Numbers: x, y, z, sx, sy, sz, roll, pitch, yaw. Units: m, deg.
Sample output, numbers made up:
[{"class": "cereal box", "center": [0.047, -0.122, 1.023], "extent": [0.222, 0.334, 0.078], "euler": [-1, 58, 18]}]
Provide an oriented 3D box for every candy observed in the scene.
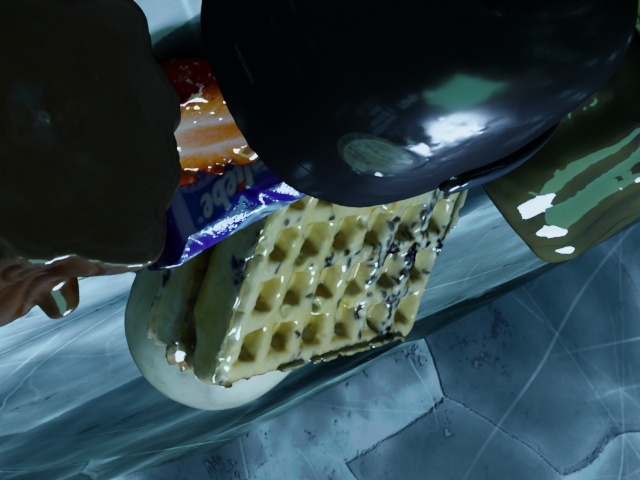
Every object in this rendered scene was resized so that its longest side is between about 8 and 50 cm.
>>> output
[{"class": "candy", "center": [-0.058, -0.080, 1.595], "extent": [0.275, 0.145, 0.070], "euler": [-26, 149, 11]}]

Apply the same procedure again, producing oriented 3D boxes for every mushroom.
[{"class": "mushroom", "center": [-0.114, 0.058, 2.010], "extent": [0.246, 0.202, 0.246], "euler": [-30, 137, -33]}]

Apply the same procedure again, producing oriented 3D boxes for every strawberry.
[{"class": "strawberry", "center": [-0.089, -0.108, 1.499], "extent": [0.187, 0.082, 0.146], "euler": [-8, 161, -22]}]

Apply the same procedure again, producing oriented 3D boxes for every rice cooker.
[{"class": "rice cooker", "center": [0.067, -0.161, 1.191], "extent": [0.267, 0.267, 0.224], "euler": [-17, 164, -34]}]

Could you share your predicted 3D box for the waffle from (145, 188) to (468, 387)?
[{"class": "waffle", "center": [0.000, 0.000, 1.836], "extent": [0.376, 0.114, 0.261], "euler": [-6, 118, -57]}]

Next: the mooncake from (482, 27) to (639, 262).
[{"class": "mooncake", "center": [0.188, -0.132, 1.491], "extent": [0.161, 0.290, 0.290], "euler": [-27, 169, 12]}]

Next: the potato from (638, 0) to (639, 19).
[{"class": "potato", "center": [0.298, -0.251, 1.343], "extent": [0.215, 0.216, 0.304], "euler": [-25, 167, 5]}]

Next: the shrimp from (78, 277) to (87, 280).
[{"class": "shrimp", "center": [-0.255, 0.006, 1.790], "extent": [0.267, 0.061, 0.145], "euler": [-23, 161, 12]}]

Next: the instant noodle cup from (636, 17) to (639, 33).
[{"class": "instant noodle cup", "center": [0.248, -0.142, 1.786], "extent": [0.264, 0.200, 0.264], "euler": [-25, 170, -5]}]

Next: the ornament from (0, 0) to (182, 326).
[{"class": "ornament", "center": [-0.222, -0.042, 1.257], "extent": [0.235, 0.221, 0.217], "euler": [-49, -171, -33]}]
